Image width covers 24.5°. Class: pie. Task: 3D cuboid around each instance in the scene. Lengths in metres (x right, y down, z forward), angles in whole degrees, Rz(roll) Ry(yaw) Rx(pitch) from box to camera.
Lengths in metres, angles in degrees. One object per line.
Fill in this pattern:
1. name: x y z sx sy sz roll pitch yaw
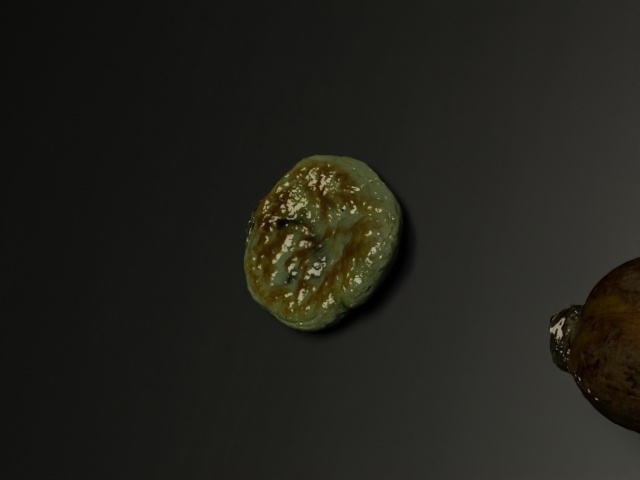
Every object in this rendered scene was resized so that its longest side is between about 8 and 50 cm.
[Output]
1. pie: 0.000 0.000 1.820 0.241 0.054 0.240 -18 59 33

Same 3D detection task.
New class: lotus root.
1. lotus root: 0.391 0.103 1.361 0.398 0.179 0.196 1 50 43
